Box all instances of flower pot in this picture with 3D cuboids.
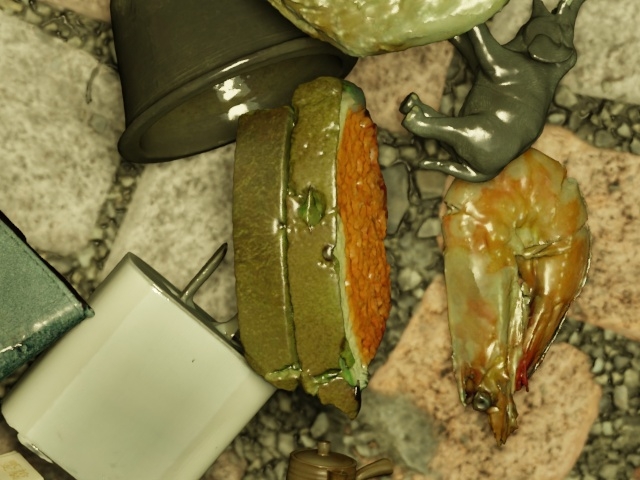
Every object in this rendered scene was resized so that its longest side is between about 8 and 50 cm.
[{"bbox_3d":[-0.099,-0.183,1.765,0.235,0.235,0.148,-24,81,-3],"label":"flower pot"}]

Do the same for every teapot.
[{"bbox_3d":[0.023,0.235,1.893,0.110,0.085,0.080,3,99,-27],"label":"teapot"}]

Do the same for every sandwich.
[{"bbox_3d":[-0.004,-0.008,1.789,0.109,0.212,0.292,-2,109,18],"label":"sandwich"}]

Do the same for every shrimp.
[{"bbox_3d":[0.186,0.054,1.896,0.154,0.062,0.294,3,96,-13],"label":"shrimp"}]

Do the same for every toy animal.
[{"bbox_3d":[0.174,-0.172,1.845,0.137,0.082,0.269,35,78,-4],"label":"toy animal"}]

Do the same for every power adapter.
[{"bbox_3d":[-0.148,0.117,1.831,0.187,0.124,0.255,40,90,-11],"label":"power adapter"}]

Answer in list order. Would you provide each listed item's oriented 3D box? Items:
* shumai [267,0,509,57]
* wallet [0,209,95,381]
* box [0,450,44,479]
[{"bbox_3d":[0.093,-0.284,1.696,0.309,0.263,0.304,-33,73,8],"label":"shumai"},{"bbox_3d":[-0.403,0.112,1.723,0.379,0.046,0.191,-39,71,-21],"label":"wallet"},{"bbox_3d":[-0.415,0.303,1.699,0.051,0.365,0.204,41,118,23],"label":"box"}]
